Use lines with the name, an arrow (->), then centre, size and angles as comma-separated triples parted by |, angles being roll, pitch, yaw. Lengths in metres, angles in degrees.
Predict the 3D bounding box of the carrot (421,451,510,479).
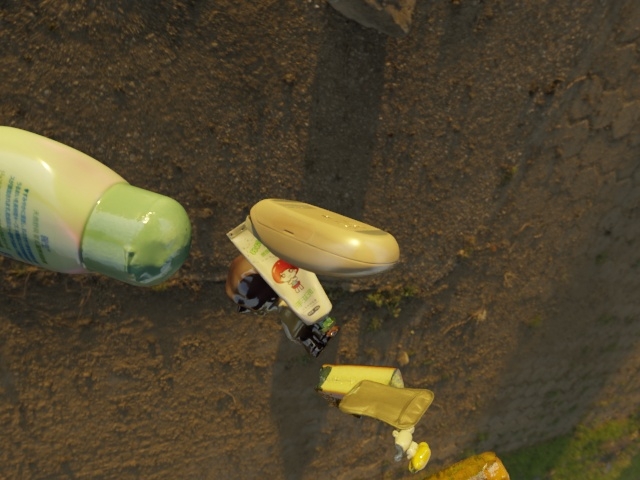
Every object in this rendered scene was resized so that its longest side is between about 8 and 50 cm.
carrot -> 0.294, 0.495, 0.851 | 0.173, 0.082, 0.082 | -30, 132, 10

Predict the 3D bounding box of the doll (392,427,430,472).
doll -> 0.240, 0.559, 1.122 | 0.135, 0.113, 0.071 | 2, 133, -44

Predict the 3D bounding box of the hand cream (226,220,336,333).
hand cream -> -0.080, 0.084, 1.021 | 0.121, 0.076, 0.335 | -36, 96, 3

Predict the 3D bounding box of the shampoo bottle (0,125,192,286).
shampoo bottle -> -0.371, -0.037, 0.640 | 0.350, 0.151, 0.221 | 18, 123, 1

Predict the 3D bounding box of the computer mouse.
computer mouse -> 0.000, 0.000, 0.621 | 0.145, 0.237, 0.081 | -6, 112, -56

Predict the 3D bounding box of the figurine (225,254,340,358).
figurine -> -0.100, 0.156, 1.205 | 0.218, 0.365, 0.206 | -58, 174, 35

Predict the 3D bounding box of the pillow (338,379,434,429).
pillow -> 0.147, 0.372, 0.965 | 0.130, 0.218, 0.033 | -33, 109, -44

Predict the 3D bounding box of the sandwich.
sandwich -> 0.114, 0.436, 1.221 | 0.236, 0.122, 0.128 | -2, 125, 28
